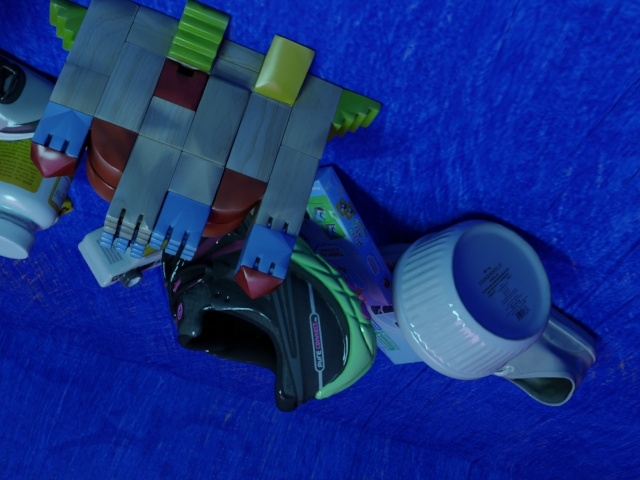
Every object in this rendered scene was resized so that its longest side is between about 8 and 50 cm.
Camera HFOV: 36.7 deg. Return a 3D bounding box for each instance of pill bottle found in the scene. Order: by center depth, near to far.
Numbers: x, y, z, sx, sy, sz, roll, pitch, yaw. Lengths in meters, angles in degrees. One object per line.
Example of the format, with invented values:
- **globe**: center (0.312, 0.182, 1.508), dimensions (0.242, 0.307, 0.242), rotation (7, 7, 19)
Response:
- **pill bottle**: center (-0.399, -0.086, 1.308), dimensions (0.117, 0.208, 0.117), rotation (14, 159, 6)

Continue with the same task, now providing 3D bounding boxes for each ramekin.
- **ramekin**: center (0.207, 0.070, 1.272), dimensions (0.207, 0.207, 0.109), rotation (25, 147, -20)

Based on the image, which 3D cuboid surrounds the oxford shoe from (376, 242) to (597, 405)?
- **oxford shoe**: center (0.255, 0.134, 1.484), dimensions (0.449, 0.130, 0.169), rotation (31, 158, -27)

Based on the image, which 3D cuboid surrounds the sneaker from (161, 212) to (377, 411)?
- **sneaker**: center (-0.141, 0.038, 1.293), dimensions (0.483, 0.202, 0.185), rotation (39, 156, 29)

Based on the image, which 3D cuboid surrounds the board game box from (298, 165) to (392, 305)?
- **board game box**: center (0.000, 0.000, 1.340), dimensions (0.160, 0.039, 0.212), rotation (-4, 125, 46)

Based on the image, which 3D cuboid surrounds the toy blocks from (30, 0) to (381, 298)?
- **toy blocks**: center (-0.153, -0.091, 1.047), dimensions (0.381, 0.261, 0.191), rotation (21, 158, -10)

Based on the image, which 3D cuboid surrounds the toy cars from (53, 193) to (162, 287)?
- **toy cars**: center (-0.358, -0.036, 1.434), dimensions (0.393, 0.177, 0.087), rotation (16, 143, -15)

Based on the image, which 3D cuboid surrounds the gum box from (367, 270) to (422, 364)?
- **gum box**: center (0.133, 0.111, 1.413), dimensions (0.157, 0.041, 0.184), rotation (48, 145, -21)

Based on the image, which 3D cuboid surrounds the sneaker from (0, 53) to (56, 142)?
- **sneaker**: center (-0.445, -0.208, 1.203), dimensions (0.271, 0.100, 0.108), rotation (21, 153, -10)
